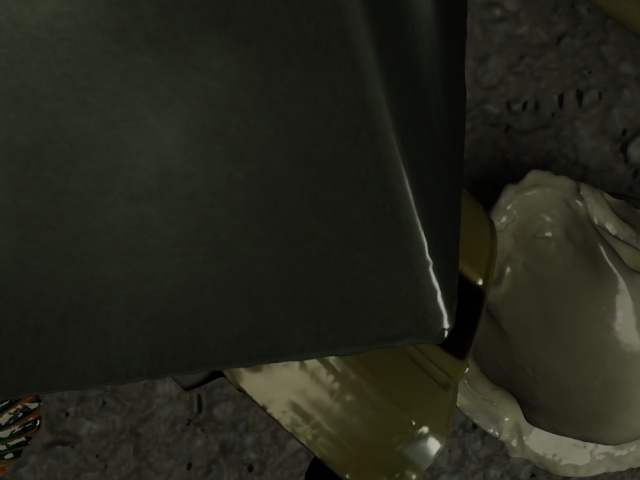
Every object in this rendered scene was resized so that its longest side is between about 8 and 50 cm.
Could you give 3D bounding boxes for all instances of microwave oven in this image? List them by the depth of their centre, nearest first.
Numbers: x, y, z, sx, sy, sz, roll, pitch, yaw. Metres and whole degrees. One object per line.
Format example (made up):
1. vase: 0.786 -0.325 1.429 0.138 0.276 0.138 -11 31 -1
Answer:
1. microwave oven: -0.194 -0.120 0.525 0.432 0.236 0.374 -8 124 13

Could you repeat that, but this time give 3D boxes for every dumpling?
1. dumpling: 0.114 0.041 0.804 0.127 0.108 0.188 -19 130 25

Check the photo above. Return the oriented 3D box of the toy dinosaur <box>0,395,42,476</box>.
1. toy dinosaur: -0.180 0.088 0.802 0.106 0.044 0.187 -20 100 -16

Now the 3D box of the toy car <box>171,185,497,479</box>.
1. toy car: 0.000 0.000 0.682 0.101 0.256 0.124 41 95 -19

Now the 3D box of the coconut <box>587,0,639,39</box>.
1. coconut: 0.183 -0.165 0.683 0.237 0.197 0.236 -3 118 -6
